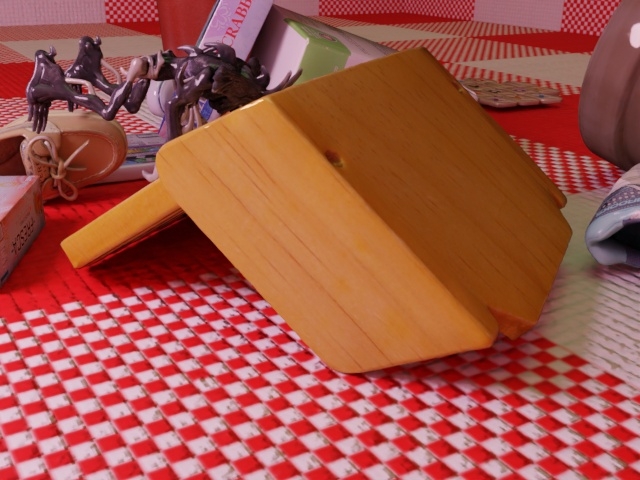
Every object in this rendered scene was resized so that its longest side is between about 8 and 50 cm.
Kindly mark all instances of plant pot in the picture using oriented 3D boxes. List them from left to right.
[{"bbox_3d":[-0.243,-0.480,1.666,0.272,0.265,0.272,1,22,0],"label":"plant pot"},{"bbox_3d":[0.532,-0.175,0.917,0.323,0.323,0.280,-14,42,-33],"label":"plant pot"}]

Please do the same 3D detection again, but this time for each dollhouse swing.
[{"bbox_3d":[0.000,0.000,0.713,0.315,0.305,0.347,47,31,2],"label":"dollhouse swing"}]

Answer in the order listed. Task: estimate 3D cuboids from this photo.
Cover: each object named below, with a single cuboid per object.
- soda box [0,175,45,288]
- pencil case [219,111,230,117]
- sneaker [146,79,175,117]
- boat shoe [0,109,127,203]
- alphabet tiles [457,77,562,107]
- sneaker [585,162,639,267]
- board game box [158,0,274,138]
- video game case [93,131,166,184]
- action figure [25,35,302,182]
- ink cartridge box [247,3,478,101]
[{"bbox_3d":[-0.318,-0.011,0.727,0.063,0.058,0.183,-1,20,-6],"label":"soda box"},{"bbox_3d":[-0.097,-0.167,1.092,0.104,0.104,0.236,1,22,0],"label":"pencil case"},{"bbox_3d":[-0.205,-0.272,1.362,0.091,0.094,0.258,7,21,28],"label":"sneaker"},{"bbox_3d":[-0.357,-0.076,0.854,0.285,0.105,0.089,-16,30,-16],"label":"boat shoe"},{"bbox_3d":[0.350,-0.306,1.577,0.284,0.021,0.278,-9,24,-25],"label":"alphabet tiles"},{"bbox_3d":[0.366,0.021,0.655,0.122,0.110,0.283,-35,35,-30],"label":"sneaker"},{"bbox_3d":[-0.138,-0.301,1.102,0.066,0.318,0.319,25,9,-15],"label":"board game box"},{"bbox_3d":[-0.270,-0.118,1.060,0.201,0.023,0.183,-9,23,-27],"label":"video game case"},{"bbox_3d":[-0.160,-0.146,0.819,0.275,0.141,0.164,7,25,10],"label":"action figure"},{"bbox_3d":[0.053,-0.221,1.077,0.272,0.115,0.198,13,24,-26],"label":"ink cartridge box"}]
